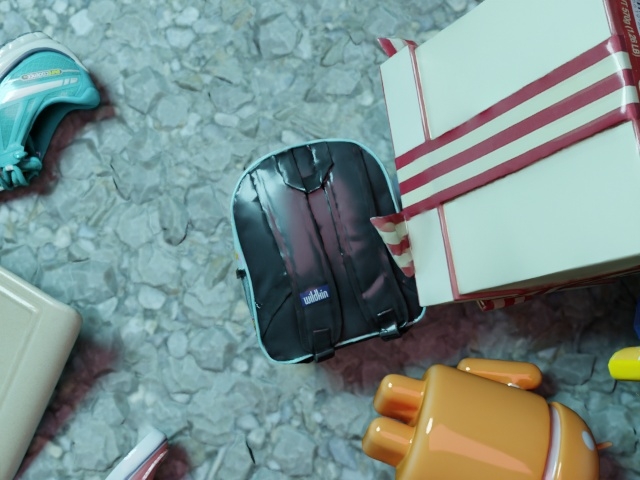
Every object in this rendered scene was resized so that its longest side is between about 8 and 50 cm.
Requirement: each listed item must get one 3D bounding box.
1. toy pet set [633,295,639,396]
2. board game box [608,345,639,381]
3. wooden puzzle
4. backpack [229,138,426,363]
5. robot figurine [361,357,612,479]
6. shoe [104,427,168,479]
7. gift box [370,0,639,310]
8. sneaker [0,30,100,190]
[{"bbox_3d":[0.345,0.112,0.660,0.122,0.065,0.114,-36,116,0],"label":"toy pet set"},{"bbox_3d":[0.389,0.104,0.452,0.390,0.050,0.390,-40,101,-28],"label":"board game box"},{"bbox_3d":[-0.372,0.103,0.668,0.238,0.044,0.221,29,104,3],"label":"wooden puzzle"},{"bbox_3d":[0.000,0.000,0.635,0.166,0.144,0.188,-17,100,1],"label":"backpack"},{"bbox_3d":[0.151,0.188,0.611,0.219,0.158,0.128,18,112,6],"label":"robot figurine"},{"bbox_3d":[-0.184,0.273,0.648,0.081,0.063,0.178,37,90,6],"label":"shoe"},{"bbox_3d":[0.190,-0.083,0.565,0.276,0.258,0.255,3,75,-31],"label":"gift box"},{"bbox_3d":[-0.349,-0.093,0.697,0.110,0.107,0.275,44,87,-5],"label":"sneaker"}]
